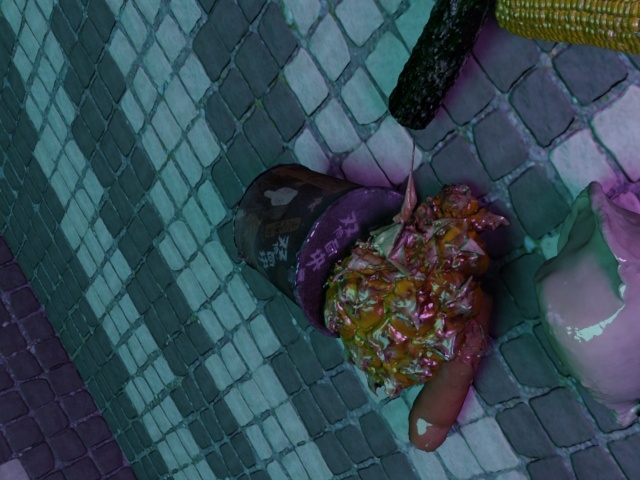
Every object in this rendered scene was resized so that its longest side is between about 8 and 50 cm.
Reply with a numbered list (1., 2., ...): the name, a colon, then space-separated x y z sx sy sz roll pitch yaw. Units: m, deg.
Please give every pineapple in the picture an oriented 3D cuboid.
1. pineapple: 0.106 0.067 1.152 0.334 0.158 0.161 -57 28 21

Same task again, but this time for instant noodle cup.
1. instant noodle cup: 0.000 0.000 1.305 0.207 0.217 0.217 29 133 49

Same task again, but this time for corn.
1. corn: 0.267 -0.227 0.909 0.238 0.080 0.080 25 130 47

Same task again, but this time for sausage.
1. sausage: 0.179 0.181 1.292 0.078 0.078 0.304 40 138 31

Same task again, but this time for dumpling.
1. dumpling: 0.297 0.064 1.006 0.227 0.175 0.243 -109 35 -49

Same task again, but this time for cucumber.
1. cucumber: 0.142 -0.223 1.048 0.067 0.067 0.293 54 156 14

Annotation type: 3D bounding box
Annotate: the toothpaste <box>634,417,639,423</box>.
1. toothpaste: 0.415 0.208 1.037 0.197 0.029 0.048 14 125 45
